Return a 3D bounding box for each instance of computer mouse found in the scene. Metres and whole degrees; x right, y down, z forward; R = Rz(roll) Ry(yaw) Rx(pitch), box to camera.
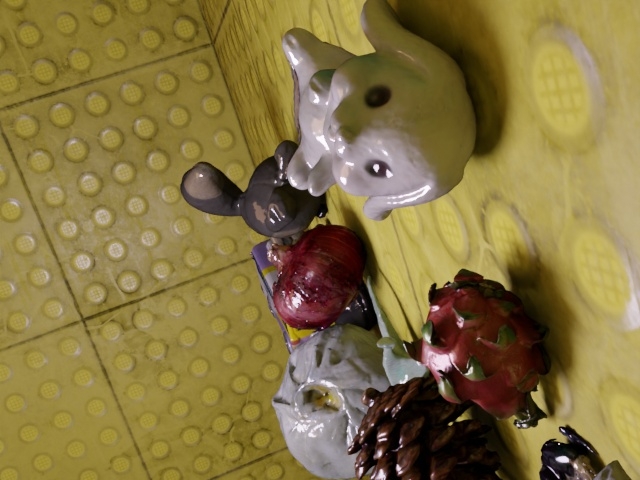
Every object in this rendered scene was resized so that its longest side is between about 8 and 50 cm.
[{"bbox_3d":[0.074,0.181,1.634,0.270,0.086,0.138,106,143,-73],"label":"computer mouse"}]

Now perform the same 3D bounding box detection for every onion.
[{"bbox_3d":[-0.017,0.072,1.401,0.219,0.252,0.252,33,166,4],"label":"onion"}]

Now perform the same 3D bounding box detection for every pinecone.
[{"bbox_3d":[0.168,0.329,0.992,0.272,0.224,0.224,44,161,22],"label":"pinecone"}]

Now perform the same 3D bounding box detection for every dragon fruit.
[{"bbox_3d":[0.189,0.136,0.729,0.236,0.135,0.137,55,176,-38],"label":"dragon fruit"}]

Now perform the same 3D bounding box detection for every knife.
[{"bbox_3d":[0.309,0.374,0.780,0.089,0.043,0.366,-124,16,-60],"label":"knife"}]

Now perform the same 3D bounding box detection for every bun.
[{"bbox_3d":[0.036,0.361,1.403,0.194,0.354,0.355,10,-129,-55],"label":"bun"}]

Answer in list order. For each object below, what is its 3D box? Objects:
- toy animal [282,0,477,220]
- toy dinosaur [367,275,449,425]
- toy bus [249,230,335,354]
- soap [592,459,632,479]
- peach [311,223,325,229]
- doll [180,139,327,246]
[{"bbox_3d":[0.064,-0.131,0.746,0.289,0.173,0.249,-117,23,-43],"label":"toy animal"},{"bbox_3d":[0.159,0.224,1.213,0.393,0.092,0.206,52,168,37],"label":"toy dinosaur"},{"bbox_3d":[-0.066,0.155,2.009,0.440,0.209,0.250,-125,18,-56],"label":"toy bus"},{"bbox_3d":[0.302,0.347,0.643,0.302,0.258,0.159,10,-152,-52],"label":"soap"},{"bbox_3d":[0.000,-0.002,1.697,0.083,0.083,0.083,160,90,-81],"label":"peach"},{"bbox_3d":[-0.175,-0.105,1.656,0.382,0.378,0.253,121,145,-74],"label":"doll"}]
